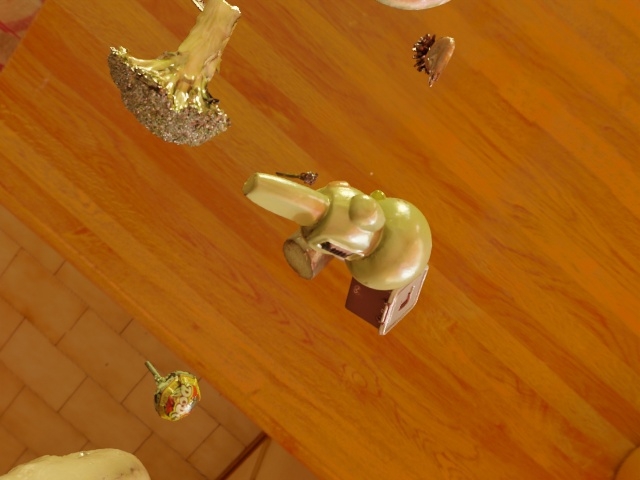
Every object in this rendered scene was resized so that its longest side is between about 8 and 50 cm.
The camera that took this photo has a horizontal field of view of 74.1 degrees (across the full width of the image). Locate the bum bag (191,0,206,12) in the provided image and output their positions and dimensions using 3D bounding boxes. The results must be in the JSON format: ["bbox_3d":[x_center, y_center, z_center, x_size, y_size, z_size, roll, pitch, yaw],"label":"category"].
[{"bbox_3d":[-0.438,-0.884,1.678,0.026,0.109,0.159,-35,106,25],"label":"bum bag"}]

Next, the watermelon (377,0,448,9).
[{"bbox_3d":[0.189,-0.808,1.157,0.222,0.319,0.292,-27,56,17],"label":"watermelon"}]

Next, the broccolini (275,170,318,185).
[{"bbox_3d":[-0.077,-0.206,1.334,0.044,0.218,0.042,14,95,-36],"label":"broccolini"}]

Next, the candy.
[{"bbox_3d":[-0.341,0.300,0.922,0.083,0.305,0.091,35,73,-30],"label":"candy"}]

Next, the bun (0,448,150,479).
[{"bbox_3d":[-0.405,0.480,0.619,0.234,0.362,0.326,2,67,12],"label":"bun"}]

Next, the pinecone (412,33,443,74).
[{"bbox_3d":[0.384,-0.660,1.497,0.140,0.140,0.121,-39,112,11],"label":"pinecone"}]

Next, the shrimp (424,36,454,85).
[{"bbox_3d":[0.227,-0.355,0.840,0.059,0.023,0.108,23,84,44],"label":"shrimp"}]

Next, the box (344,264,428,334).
[{"bbox_3d":[0.221,0.161,1.427,0.167,0.294,0.193,25,118,28],"label":"box"}]

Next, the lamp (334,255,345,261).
[{"bbox_3d":[0.087,-0.014,1.109,0.179,0.246,0.108,6,122,-17],"label":"lamp"}]

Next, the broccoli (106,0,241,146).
[{"bbox_3d":[-0.312,-0.401,0.953,0.252,0.221,0.362,1,70,5],"label":"broccoli"}]

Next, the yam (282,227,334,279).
[{"bbox_3d":[0.000,0.000,1.413,0.161,0.268,0.161,25,136,26],"label":"yam"}]

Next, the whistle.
[{"bbox_3d":[0.042,-0.032,0.575,0.294,0.141,0.141,36,102,-25],"label":"whistle"}]
